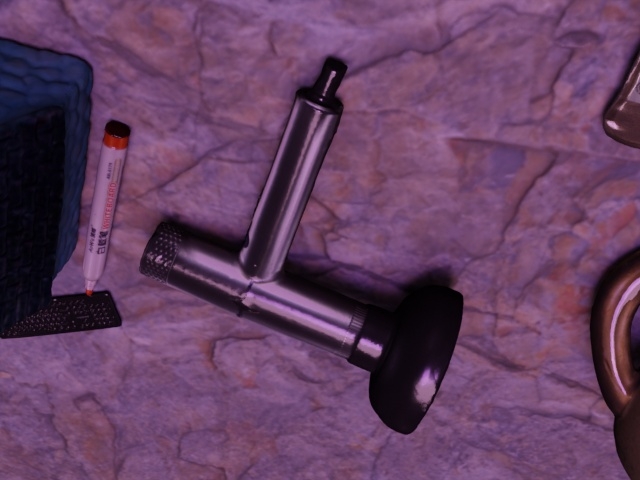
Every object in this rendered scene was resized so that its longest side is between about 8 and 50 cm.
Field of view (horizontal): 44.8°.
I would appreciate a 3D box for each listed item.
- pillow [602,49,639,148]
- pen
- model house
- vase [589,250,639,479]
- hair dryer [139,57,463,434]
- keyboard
[{"bbox_3d":[0.364,-0.113,0.675,0.218,0.033,0.130,12,129,-5],"label":"pillow"},{"bbox_3d":[-0.223,-0.023,0.790,0.026,0.026,0.218,17,126,-8],"label":"pen"},{"bbox_3d":[-0.344,-0.021,0.672,0.226,0.241,0.261,12,126,-7],"label":"model house"},{"bbox_3d":[0.421,0.133,0.760,0.329,0.241,0.302,40,110,8],"label":"vase"},{"bbox_3d":[0.011,0.015,0.729,0.320,0.155,0.284,29,134,-6],"label":"hair dryer"},{"bbox_3d":[-0.305,0.086,0.885,0.155,0.010,0.053,-7,124,10],"label":"keyboard"}]
